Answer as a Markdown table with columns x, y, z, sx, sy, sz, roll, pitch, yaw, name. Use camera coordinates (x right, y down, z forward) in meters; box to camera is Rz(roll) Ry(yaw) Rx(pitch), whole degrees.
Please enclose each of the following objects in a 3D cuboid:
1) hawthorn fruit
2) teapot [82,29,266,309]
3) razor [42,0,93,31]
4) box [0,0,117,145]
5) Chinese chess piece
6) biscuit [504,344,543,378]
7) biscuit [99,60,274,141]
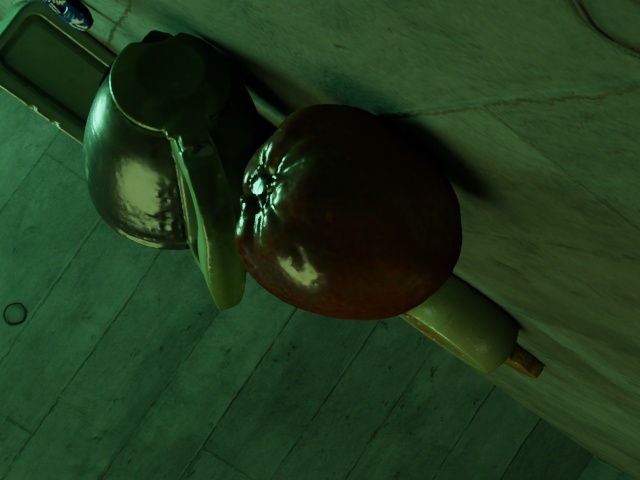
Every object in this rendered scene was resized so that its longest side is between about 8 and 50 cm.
| x | y | z | sx | sy | sz | roll | pitch | yaw | name |
| --- | --- | --- | --- | --- | --- | --- | --- | --- | --- |
| 0.049 | -0.021 | 1.137 | 0.262 | 0.210 | 0.210 | 14 | -173 | -32 | hawthorn fruit |
| -0.190 | -0.104 | 1.384 | 0.239 | 0.322 | 0.239 | 7 | 151 | 1 | teapot |
| -0.484 | -0.424 | 1.709 | 0.324 | 0.093 | 0.056 | 32 | -143 | -10 | razor |
| -0.490 | -0.326 | 2.148 | 0.312 | 0.175 | 0.182 | 37 | -175 | -30 | box |
| 0.227 | 0.130 | 2.004 | 0.273 | 0.102 | 0.273 | 34 | 176 | 2 | Chinese chess piece |
| 0.317 | 0.185 | 2.326 | 0.334 | 0.047 | 0.202 | 35 | 176 | -9 | biscuit |
| -0.168 | -0.171 | 1.808 | 0.407 | 0.091 | 0.407 | 33 | 173 | 4 | biscuit |
